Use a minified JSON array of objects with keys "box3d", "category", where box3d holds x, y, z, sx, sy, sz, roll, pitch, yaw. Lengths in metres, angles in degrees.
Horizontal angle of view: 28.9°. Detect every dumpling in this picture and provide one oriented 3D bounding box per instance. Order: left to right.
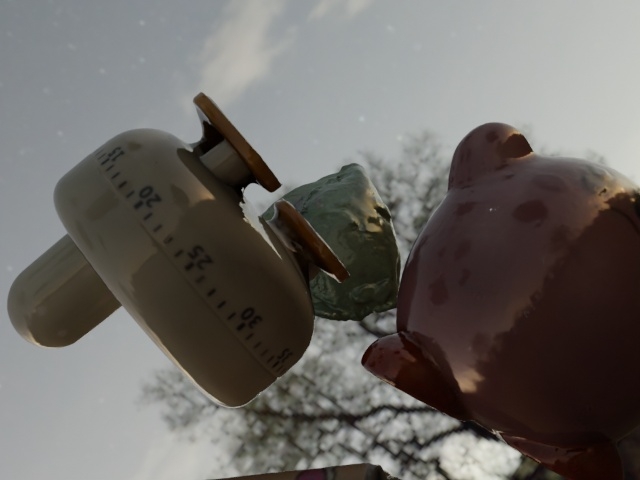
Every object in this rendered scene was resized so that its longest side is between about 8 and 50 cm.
[{"box3d":[0.009,-0.006,1.252,0.105,0.149,0.217,-54,26,38],"category":"dumpling"}]

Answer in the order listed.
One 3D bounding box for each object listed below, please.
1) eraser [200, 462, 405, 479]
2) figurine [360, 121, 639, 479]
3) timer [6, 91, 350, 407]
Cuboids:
[{"box3d":[-0.052,0.236,0.847,0.171,0.290,0.087,59,-143,-26],"category":"eraser"},{"box3d":[0.130,0.035,0.706,0.173,0.173,0.173,-50,-18,-22],"category":"figurine"},{"box3d":[-0.124,0.033,0.969,0.240,0.233,0.233,-39,-18,-3],"category":"timer"}]
